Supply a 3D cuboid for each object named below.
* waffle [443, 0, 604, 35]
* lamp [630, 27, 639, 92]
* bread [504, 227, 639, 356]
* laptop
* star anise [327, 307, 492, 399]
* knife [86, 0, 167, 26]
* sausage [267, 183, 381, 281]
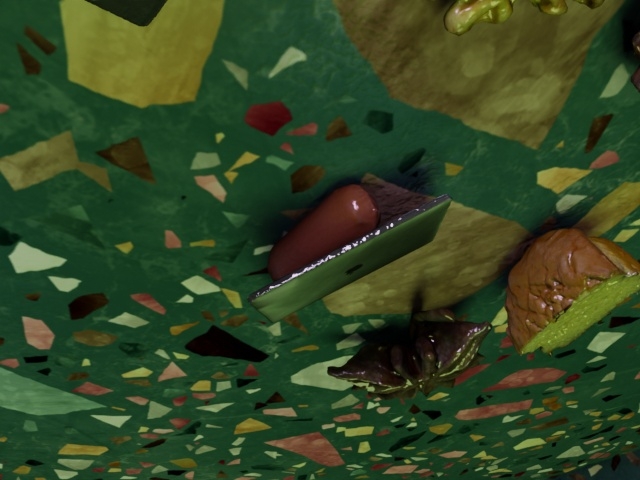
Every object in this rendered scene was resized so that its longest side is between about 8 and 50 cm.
[{"bbox_3d":[0.172,-0.303,0.413,0.283,0.065,0.309,5,141,-14],"label":"waffle"},{"bbox_3d":[0.426,-0.219,0.489,0.177,0.177,0.274,15,136,-27],"label":"lamp"},{"bbox_3d":[0.370,0.071,0.833,0.143,0.139,0.229,5,138,-21],"label":"bread"},{"bbox_3d":[0.041,0.032,0.715,0.269,0.015,0.187,-27,163,-4],"label":"laptop"},{"bbox_3d":[0.174,0.211,0.984,0.292,0.109,0.349,-31,147,13],"label":"star anise"},{"bbox_3d":[-0.113,-0.273,0.425,0.072,0.019,0.245,17,136,-34],"label":"knife"},{"bbox_3d":[0.000,0.000,0.721,0.077,0.077,0.194,24,130,-34],"label":"sausage"}]
